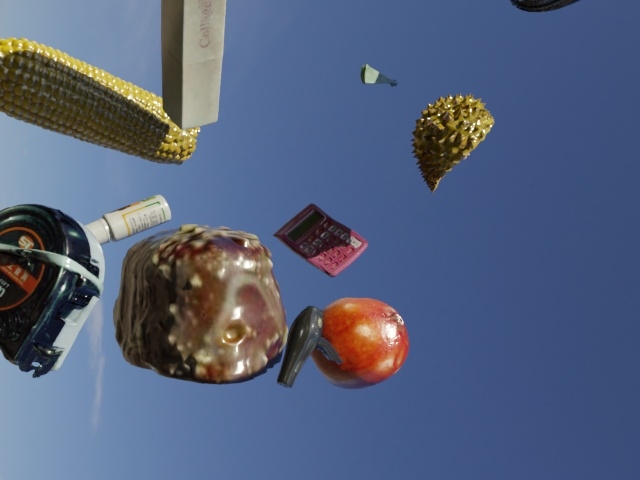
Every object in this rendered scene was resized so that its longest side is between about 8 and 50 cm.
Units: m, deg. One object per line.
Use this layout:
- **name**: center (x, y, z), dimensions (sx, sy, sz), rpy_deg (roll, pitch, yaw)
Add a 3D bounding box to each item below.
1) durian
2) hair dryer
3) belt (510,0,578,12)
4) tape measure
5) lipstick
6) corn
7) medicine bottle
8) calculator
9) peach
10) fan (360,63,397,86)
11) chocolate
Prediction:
- **durian**: center (0.266, -0.208, 1.298), dimensions (0.182, 0.132, 0.165), rpy_deg (-25, -124, 9)
- **hair dryer**: center (-0.004, 0.112, 0.616), dimensions (0.031, 0.083, 0.079), rpy_deg (0, -121, 42)
- **belt**: center (0.469, -0.536, 1.248), dimensions (0.218, 0.122, 0.128), rpy_deg (-5, -127, 61)
- **tape measure**: center (-0.363, 0.048, 0.820), dimensions (0.182, 0.107, 0.181), rpy_deg (32, -98, 26)
- **lipstick**: center (-0.195, -0.349, 0.993), dimensions (0.080, 0.076, 0.371), rpy_deg (46, -38, 32)
- **corn**: center (-0.413, -0.242, 1.168), dimensions (0.144, 0.387, 0.144), rpy_deg (-29, -128, 45)
- **medicine bottle**: center (-0.422, -0.026, 1.327), dimensions (0.061, 0.220, 0.092), rpy_deg (64, -29, 1)
- **calculator**: center (0.000, 0.000, 1.427), dimensions (0.190, 0.126, 0.034), rpy_deg (36, -28, 28)
- **peach**: center (0.102, 0.268, 1.757), dimensions (0.281, 0.238, 0.281), rpy_deg (-23, -143, 19)
- **fan**: center (0.124, -0.339, 1.363), dimensions (0.016, 0.193, 0.038), rpy_deg (9, -80, 25)
- **chocolate**: center (-0.189, 0.077, 0.999), dimensions (0.340, 0.225, 0.210), rpy_deg (7, -81, 54)
